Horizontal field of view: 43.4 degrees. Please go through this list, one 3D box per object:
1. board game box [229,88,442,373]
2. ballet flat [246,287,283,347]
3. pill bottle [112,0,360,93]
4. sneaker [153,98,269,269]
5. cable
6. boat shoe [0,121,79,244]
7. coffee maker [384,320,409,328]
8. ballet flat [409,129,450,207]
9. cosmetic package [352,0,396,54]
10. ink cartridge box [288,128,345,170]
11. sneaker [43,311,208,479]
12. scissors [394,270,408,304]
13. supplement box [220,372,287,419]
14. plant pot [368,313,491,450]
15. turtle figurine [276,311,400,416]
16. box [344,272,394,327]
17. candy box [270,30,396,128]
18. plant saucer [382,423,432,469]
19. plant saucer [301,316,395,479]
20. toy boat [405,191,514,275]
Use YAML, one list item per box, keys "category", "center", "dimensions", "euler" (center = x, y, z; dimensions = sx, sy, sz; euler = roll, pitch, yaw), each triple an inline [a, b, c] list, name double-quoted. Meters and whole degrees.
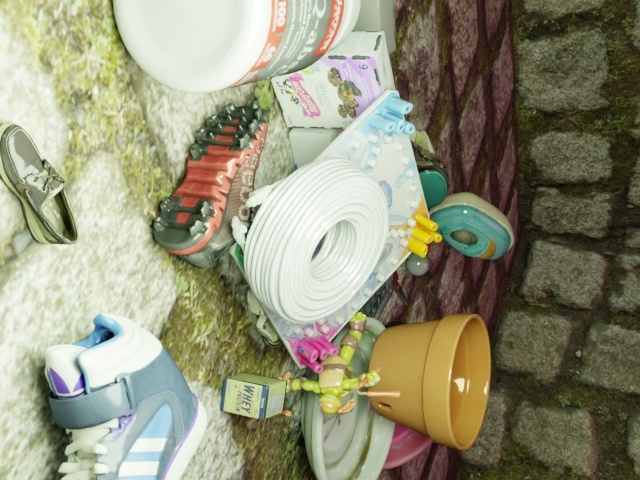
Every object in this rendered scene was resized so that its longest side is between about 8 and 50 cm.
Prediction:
- category: "board game box"
  center: [0.055, 0.001, 1.391]
  dimensions: [0.390, 0.050, 0.390]
  euler: [-46, 144, -18]
- category: "ballet flat"
  center: [-0.090, 0.117, 1.398]
  dimensions: [0.203, 0.074, 0.074]
  euler: [80, 28, -45]
- category: "pill bottle"
  center: [-0.087, -0.320, 1.073]
  dimensions: [0.363, 0.210, 0.210]
  euler: [-36, 129, -60]
- category: "sneaker"
  center: [-0.142, -0.076, 1.169]
  dimensions: [0.135, 0.098, 0.276]
  euler: [64, 41, -53]
- category: "cable"
  center: [0.000, 0.000, 1.200]
  dimensions: [0.257, 0.089, 0.257]
  euler: [-37, 140, -27]
- category: "boat shoe"
  center: [-0.297, -0.059, 0.860]
  dimensions: [0.056, 0.049, 0.152]
  euler: [-61, 149, -41]
- category: "coffee maker"
  center: [0.190, 0.329, 2.115]
  dimensions: [0.171, 0.120, 0.178]
  euler: [-30, 130, -24]
- category: "ballet flat"
  center: [0.198, -0.201, 1.908]
  dimensions: [0.483, 0.164, 0.182]
  euler: [17, 64, -66]
- category: "cosmetic package"
  center: [0.070, -0.465, 1.521]
  dimensions: [0.107, 0.127, 0.238]
  euler: [-45, 136, -56]
- category: "ink cartridge box"
  center: [0.025, -0.197, 1.549]
  dimensions: [0.203, 0.086, 0.148]
  euler: [-60, 149, -44]
- category: "sneaker"
  center: [-0.270, 0.236, 0.916]
  dimensions: [0.236, 0.130, 0.323]
  euler: [58, 39, -29]
- category: "scissors"
  center: [0.199, 0.126, 2.170]
  dimensions: [0.297, 0.021, 0.109]
  euler: [72, 31, -48]
- category: "supplement box"
  center: [-0.112, 0.263, 1.367]
  dimensions: [0.083, 0.083, 0.056]
  euler: [6, 91, -69]
- category: "plant pot"
  center: [0.234, 0.296, 1.760]
  dimensions: [0.291, 0.203, 0.291]
  euler: [-13, 104, -62]
- category: "turtle figurine"
  center: [0.039, 0.242, 1.520]
  dimensions: [0.087, 0.269, 0.217]
  euler: [51, 37, -41]
- category: "box"
  center: [0.114, 0.100, 1.896]
  dimensions: [0.232, 0.059, 0.183]
  euler: [-54, 144, -51]
- category: "candy box"
  center: [0.021, -0.270, 1.367]
  dimensions: [0.165, 0.196, 0.070]
  euler: [69, 32, -49]
- category: "plant saucer"
  center: [0.206, 0.421, 2.040]
  dimensions: [0.332, 0.084, 0.332]
  euler: [-21, 127, -30]
- category: "plant saucer"
  center: [0.050, 0.361, 1.742]
  dimensions: [0.400, 0.100, 0.400]
  euler: [-13, 104, -61]
- category: "toy boat"
  center: [0.364, 0.000, 2.190]
  dimensions: [0.267, 0.318, 0.148]
  euler: [32, 56, -30]
